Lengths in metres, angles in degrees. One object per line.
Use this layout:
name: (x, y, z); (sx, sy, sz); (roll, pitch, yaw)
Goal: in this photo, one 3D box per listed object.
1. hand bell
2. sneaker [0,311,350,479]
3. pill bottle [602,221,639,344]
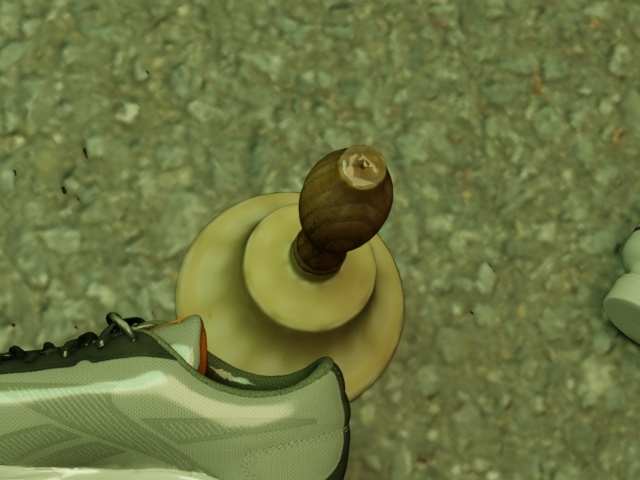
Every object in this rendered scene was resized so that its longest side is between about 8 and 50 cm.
hand bell: (0.000, 0.000, 0.767); (0.126, 0.242, 0.126); (2, 73, -7)
sneaker: (-0.115, 0.078, 0.781); (0.272, 0.100, 0.108); (11, 97, -1)
pill bottle: (0.208, 0.002, 0.889); (0.067, 0.067, 0.120); (38, 72, 3)
